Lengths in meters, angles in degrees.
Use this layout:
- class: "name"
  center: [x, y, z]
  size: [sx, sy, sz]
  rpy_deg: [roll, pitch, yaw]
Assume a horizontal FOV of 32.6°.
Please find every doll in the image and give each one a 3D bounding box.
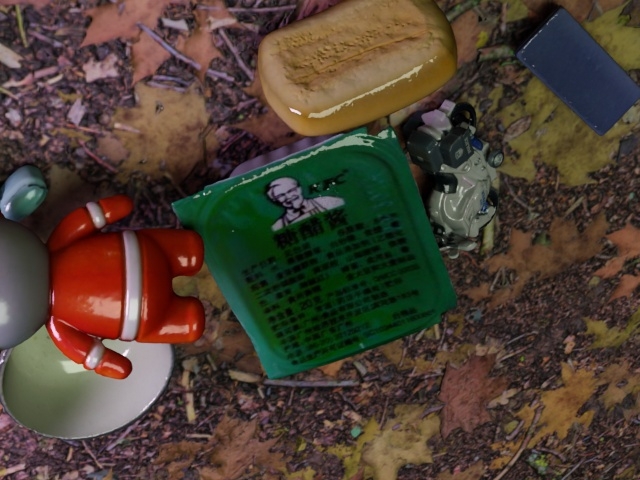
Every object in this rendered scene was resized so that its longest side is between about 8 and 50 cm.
- class: "doll"
  center: [-0.289, 0.049, 1.156]
  size: [0.337, 0.105, 0.199]
  rpy_deg: [1, 84, -21]
- class: "doll"
  center: [-0.368, -0.017, 1.202]
  size: [0.159, 0.059, 0.158]
  rpy_deg: [20, 112, -35]

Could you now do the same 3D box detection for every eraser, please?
- class: "eraser"
  center: [0.328, -0.209, 1.378]
  size: [0.225, 0.036, 0.082]
  rpy_deg: [32, 108, -37]

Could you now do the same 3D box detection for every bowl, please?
- class: "bowl"
  center: [-0.285, 0.125, 1.307]
  size: [0.212, 0.112, 0.211]
  rpy_deg: [-11, 128, -15]

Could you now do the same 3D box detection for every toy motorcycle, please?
- class: "toy motorcycle"
  center: [0.160, -0.068, 1.376]
  size: [0.150, 0.102, 0.221]
  rpy_deg: [-42, 136, -18]

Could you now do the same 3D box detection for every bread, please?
- class: "bread"
  center: [0.041, -0.191, 1.203]
  size: [0.217, 0.147, 0.098]
  rpy_deg: [-22, 150, -5]

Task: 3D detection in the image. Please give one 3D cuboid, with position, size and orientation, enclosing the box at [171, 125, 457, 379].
- class: "box"
  center: [0.000, 0.000, 1.332]
  size: [0.264, 0.106, 0.336]
  rpy_deg: [-21, 130, 4]
